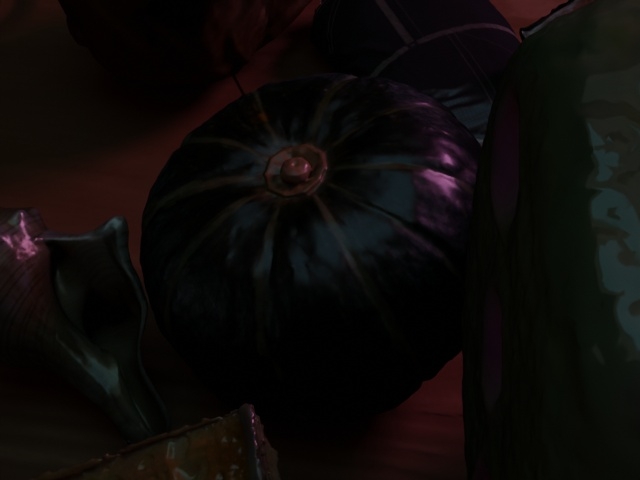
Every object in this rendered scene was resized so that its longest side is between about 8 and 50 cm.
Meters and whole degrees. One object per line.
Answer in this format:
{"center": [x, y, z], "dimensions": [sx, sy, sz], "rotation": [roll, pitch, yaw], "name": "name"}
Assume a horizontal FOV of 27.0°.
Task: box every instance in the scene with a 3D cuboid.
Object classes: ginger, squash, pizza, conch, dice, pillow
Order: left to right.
{"center": [-0.186, 0.034, 0.947], "dimensions": [0.234, 0.114, 0.137], "rotation": [28, 92, -4], "name": "conch"}
{"center": [-0.090, 0.213, 0.800], "dimensions": [0.188, 0.080, 0.204], "rotation": [-26, 53, 14], "name": "pizza"}
{"center": [-0.112, -0.258, 1.182], "dimensions": [0.223, 0.200, 0.269], "rotation": [23, 62, 26], "name": "ginger"}
{"center": [0.000, 0.000, 0.915], "dimensions": [0.252, 0.165, 0.252], "rotation": [-10, 50, 12], "name": "squash"}
{"center": [0.089, -0.146, 1.121], "dimensions": [0.161, 0.093, 0.335], "rotation": [-16, 44, -3], "name": "pillow"}
{"center": [0.243, 0.068, 0.676], "dimensions": [0.318, 0.322, 0.330], "rotation": [0, 60, -1], "name": "dice"}

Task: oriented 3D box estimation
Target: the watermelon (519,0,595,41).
{"center": [0.251, -0.162, 1.052], "dimensions": [0.207, 0.136, 0.202], "rotation": [20, 86, -18], "name": "watermelon"}
